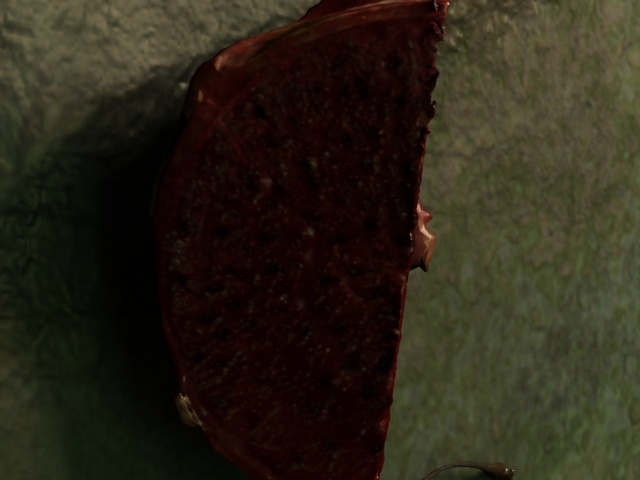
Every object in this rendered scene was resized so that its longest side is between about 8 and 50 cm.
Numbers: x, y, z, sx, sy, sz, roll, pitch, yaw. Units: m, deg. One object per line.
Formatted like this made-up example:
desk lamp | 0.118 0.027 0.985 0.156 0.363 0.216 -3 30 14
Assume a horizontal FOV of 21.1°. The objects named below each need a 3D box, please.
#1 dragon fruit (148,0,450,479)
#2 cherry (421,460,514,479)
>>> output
dragon fruit | -0.010 -0.003 0.827 0.161 0.126 0.274 -64 161 -72
cherry | 0.082 0.204 0.894 0.188 0.148 0.115 6 112 -54
